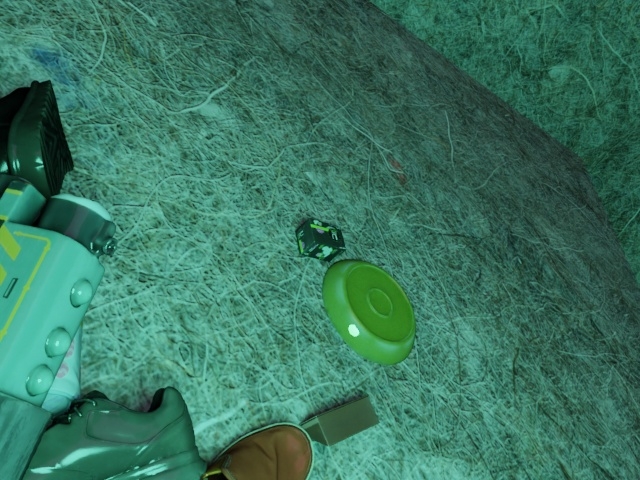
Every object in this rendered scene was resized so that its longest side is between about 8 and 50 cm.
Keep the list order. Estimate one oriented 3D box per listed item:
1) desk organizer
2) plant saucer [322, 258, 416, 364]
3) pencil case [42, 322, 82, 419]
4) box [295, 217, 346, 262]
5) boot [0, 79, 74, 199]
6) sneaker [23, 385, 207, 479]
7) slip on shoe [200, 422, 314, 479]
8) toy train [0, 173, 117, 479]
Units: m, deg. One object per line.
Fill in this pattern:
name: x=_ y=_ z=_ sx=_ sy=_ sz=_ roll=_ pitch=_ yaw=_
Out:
desk organizer: x=0.034 y=0.297 z=0.937 sx=0.130 sy=0.047 sz=0.050 roll=-5 pitch=64 yaw=-46
plant saucer: x=0.111 y=0.132 z=1.164 sx=0.241 sy=0.037 sz=0.240 roll=25 pitch=42 yaw=-25
pencil case: x=-0.354 y=0.084 z=0.700 sx=0.124 sy=0.113 sz=0.273 roll=-3 pitch=56 yaw=-14
box: x=0.000 y=0.000 z=1.162 sx=0.083 sy=0.052 sz=0.062 roll=15 pitch=47 yaw=-36
boot: x=-0.477 y=-0.124 z=0.748 sx=0.260 sy=0.131 sz=0.348 roll=-9 pitch=23 yaw=-14
sneaker: x=-0.269 y=0.233 z=0.615 sx=0.286 sy=0.109 sz=0.130 roll=-5 pitch=79 yaw=-38
slip on shoe: x=-0.112 y=0.326 z=0.727 sx=0.331 sy=0.101 sz=0.123 roll=-15 pitch=67 yaw=-51
toy train: x=-0.324 y=0.088 z=0.547 sx=0.190 sy=0.142 sz=0.333 roll=11 pitch=62 yaw=11
